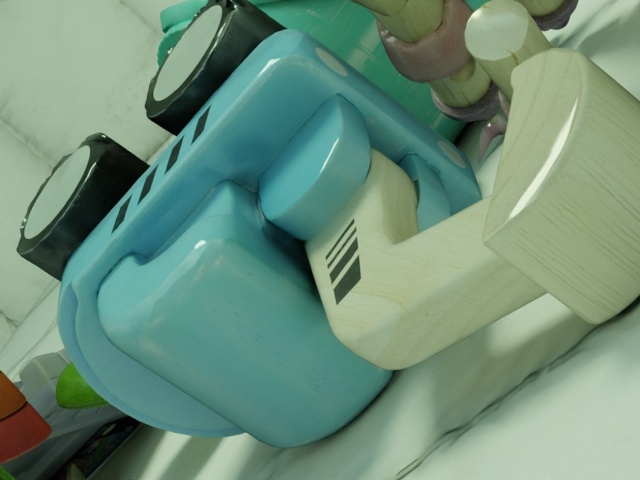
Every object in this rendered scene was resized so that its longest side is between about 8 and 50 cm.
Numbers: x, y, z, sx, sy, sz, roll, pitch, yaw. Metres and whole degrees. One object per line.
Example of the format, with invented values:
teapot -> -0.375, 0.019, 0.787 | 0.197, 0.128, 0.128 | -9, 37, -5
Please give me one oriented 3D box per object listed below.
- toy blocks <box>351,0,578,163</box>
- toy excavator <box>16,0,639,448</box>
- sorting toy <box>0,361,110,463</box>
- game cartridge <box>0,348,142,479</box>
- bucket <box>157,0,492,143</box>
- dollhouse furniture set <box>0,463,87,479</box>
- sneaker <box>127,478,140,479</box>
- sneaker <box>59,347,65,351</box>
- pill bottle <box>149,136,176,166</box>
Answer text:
toy blocks -> 0.126, -0.228, 1.142 | 0.288, 0.309, 0.260 | -58, -32, -3
toy excavator -> 0.009, 0.009, 1.014 | 0.433, 0.222, 0.445 | -46, 25, 19
sorting toy -> -0.186, 0.067, 1.319 | 0.366, 0.126, 0.127 | -23, 12, -36
game cartridge -> -0.291, 0.221, 1.572 | 0.355, 0.068, 0.230 | -45, -20, 25
bucket -> 0.013, -0.159, 1.346 | 0.183, 0.281, 0.281 | -57, 12, -22
dollhouse furniture set -> -0.299, 0.273, 1.393 | 0.197, 0.151, 0.301 | -50, 10, 0
sneaker -> -0.137, 0.218, 1.040 | 0.236, 0.104, 0.095 | -42, 14, 43
sneaker -> -0.170, 0.077, 1.755 | 0.136, 0.116, 0.314 | -8, 48, 60
pill bottle -> -0.074, -0.054, 1.595 | 0.283, 0.160, 0.160 | -47, 10, 14
